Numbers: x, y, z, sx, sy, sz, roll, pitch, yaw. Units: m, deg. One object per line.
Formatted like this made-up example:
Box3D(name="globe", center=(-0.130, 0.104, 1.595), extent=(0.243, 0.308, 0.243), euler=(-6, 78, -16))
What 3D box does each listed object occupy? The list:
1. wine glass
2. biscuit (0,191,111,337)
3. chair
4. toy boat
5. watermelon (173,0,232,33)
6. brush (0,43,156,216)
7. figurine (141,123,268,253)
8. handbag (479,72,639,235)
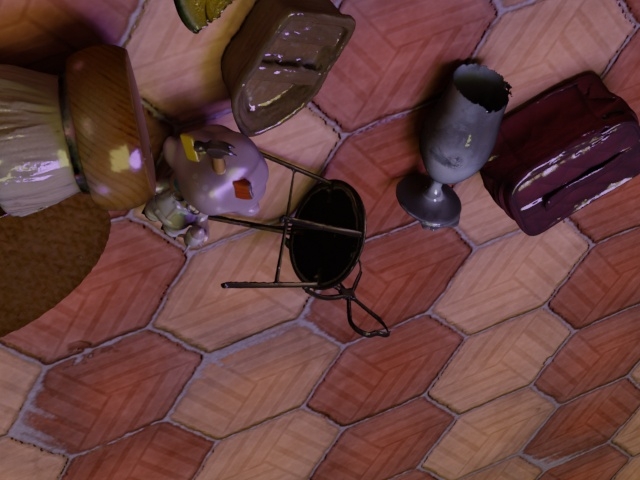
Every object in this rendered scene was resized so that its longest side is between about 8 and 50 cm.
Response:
Box3D(name="wine glass", center=(0.174, -0.123, 2.075), extent=(0.103, 0.103, 0.222), euler=(-10, 142, -29))
Box3D(name="biscuit", center=(-0.363, 0.026, 1.872), extent=(0.262, 0.037, 0.262), euler=(-32, 156, -17))
Box3D(name="chair", center=(0.000, 0.000, 2.059), extent=(0.326, 0.160, 0.170), euler=(14, 127, -42))
Box3D(name="toy boat", center=(-0.051, -0.206, 1.826), extent=(0.116, 0.061, 0.188), euler=(2, 135, -41))
Box3D(name="watermelon", center=(-0.098, -0.300, 1.641), extent=(0.181, 0.092, 0.075), euler=(-45, -167, -11))
Box3D(name="brush", center=(-0.269, -0.102, 1.720), extent=(0.166, 0.174, 0.266), euler=(-12, 166, -1))
Box3D(name="figurine", center=(-0.136, -0.069, 1.869), extent=(0.229, 0.137, 0.112), euler=(-38, -169, 49))
Box3D(name="handbag", center=(0.332, -0.117, 2.179), extent=(0.225, 0.135, 0.146), euler=(-28, 142, -1))
